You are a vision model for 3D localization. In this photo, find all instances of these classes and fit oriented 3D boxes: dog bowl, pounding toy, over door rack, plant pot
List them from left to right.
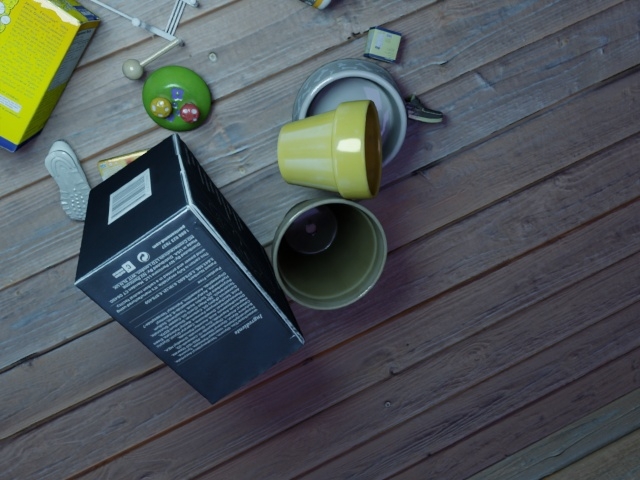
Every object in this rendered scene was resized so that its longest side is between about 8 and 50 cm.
[{"bbox_3d":[-0.458,-0.662,1.261,0.324,0.108,0.239,21,101,-20],"label":"over door rack"},{"bbox_3d":[-0.393,-0.377,1.340,0.183,0.110,0.236,-22,128,5],"label":"pounding toy"},{"bbox_3d":[0.000,0.000,1.510,0.324,0.280,0.323,-4,110,-12],"label":"plant pot"},{"bbox_3d":[0.026,-0.232,1.348,0.239,0.254,0.253,0,111,17],"label":"plant pot"},{"bbox_3d":[0.090,-0.339,1.474,0.349,0.102,0.348,-1,115,-1],"label":"dog bowl"}]

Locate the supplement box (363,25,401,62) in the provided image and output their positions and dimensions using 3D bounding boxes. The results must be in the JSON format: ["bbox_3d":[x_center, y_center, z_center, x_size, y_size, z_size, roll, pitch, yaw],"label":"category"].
[{"bbox_3d":[0.179,-0.566,1.480,0.083,0.056,0.083,9,106,-17],"label":"supplement box"}]

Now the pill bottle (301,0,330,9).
[{"bbox_3d":[-0.084,-0.725,1.304,0.279,0.162,0.162,19,103,-18],"label":"pill bottle"}]

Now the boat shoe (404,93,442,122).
[{"bbox_3d":[0.272,-0.406,1.547,0.224,0.080,0.073,7,112,-12],"label":"boat shoe"}]

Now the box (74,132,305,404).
[{"bbox_3d":[-0.325,0.057,1.298,0.297,0.480,0.471,-35,124,1],"label":"box"}]

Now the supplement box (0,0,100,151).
[{"bbox_3d":[-0.711,-0.426,1.205,0.195,0.194,0.356,31,107,-21],"label":"supplement box"}]

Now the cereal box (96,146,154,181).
[{"bbox_3d":[-0.509,-0.132,1.461,0.173,0.047,0.240,-17,112,-9],"label":"cereal box"}]

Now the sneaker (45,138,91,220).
[{"bbox_3d":[-0.673,-0.161,1.397,0.090,0.094,0.235,-11,131,-15],"label":"sneaker"}]
